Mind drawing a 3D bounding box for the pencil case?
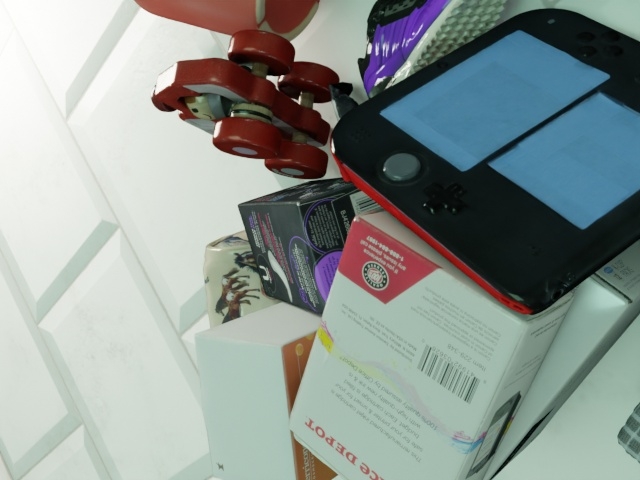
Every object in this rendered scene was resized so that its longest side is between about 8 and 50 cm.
[{"bbox_3d":[-0.103,0.171,1.304,0.183,0.160,0.410,0,100,30],"label":"pencil case"}]

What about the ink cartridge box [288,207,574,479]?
[{"bbox_3d":[0.112,0.143,0.838,0.226,0.131,0.306,34,122,30],"label":"ink cartridge box"}]

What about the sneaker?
[{"bbox_3d":[0.130,-0.299,1.019,0.146,0.102,0.293,63,144,17],"label":"sneaker"}]

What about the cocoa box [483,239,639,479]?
[{"bbox_3d":[0.243,0.106,0.960,0.228,0.231,0.347,42,124,25],"label":"cocoa box"}]

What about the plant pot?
[{"bbox_3d":[-0.131,-0.439,1.143,0.243,0.275,0.275,30,118,19],"label":"plant pot"}]

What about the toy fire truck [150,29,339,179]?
[{"bbox_3d":[-0.128,-0.204,1.158,0.254,0.302,0.169,3,81,34],"label":"toy fire truck"}]

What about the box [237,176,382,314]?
[{"bbox_3d":[0.000,0.000,1.099,0.270,0.143,0.165,6,114,66],"label":"box"}]

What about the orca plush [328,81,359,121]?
[{"bbox_3d":[0.101,-0.116,1.143,0.151,0.102,0.287,102,149,-80],"label":"orca plush"}]

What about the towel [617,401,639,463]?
[{"bbox_3d":[0.472,0.204,0.761,0.284,0.121,0.235,46,127,50],"label":"towel"}]

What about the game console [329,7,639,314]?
[{"bbox_3d":[0.240,-0.120,0.814,0.342,0.386,0.060,42,157,42],"label":"game console"}]

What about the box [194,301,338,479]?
[{"bbox_3d":[0.004,0.202,1.103,0.168,0.345,0.215,1,101,39],"label":"box"}]
